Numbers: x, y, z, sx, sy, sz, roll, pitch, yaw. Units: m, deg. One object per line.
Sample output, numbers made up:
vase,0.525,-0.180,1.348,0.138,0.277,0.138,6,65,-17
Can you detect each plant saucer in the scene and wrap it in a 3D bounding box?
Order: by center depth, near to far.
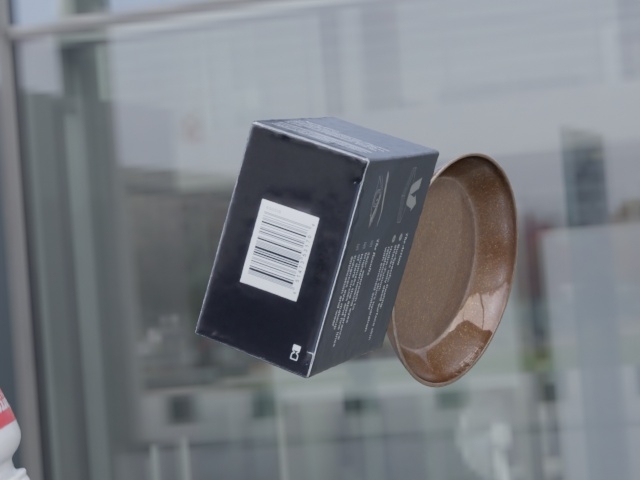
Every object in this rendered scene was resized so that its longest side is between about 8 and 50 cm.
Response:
plant saucer,0.101,0.022,1.645,0.036,0.199,0.198,12,7,33

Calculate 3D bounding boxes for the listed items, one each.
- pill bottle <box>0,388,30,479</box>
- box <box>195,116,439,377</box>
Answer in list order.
pill bottle,-0.358,0.143,1.701,0.161,0.283,0.161,-27,3,1
box,0.000,0.000,1.387,0.093,0.156,0.158,20,11,19
